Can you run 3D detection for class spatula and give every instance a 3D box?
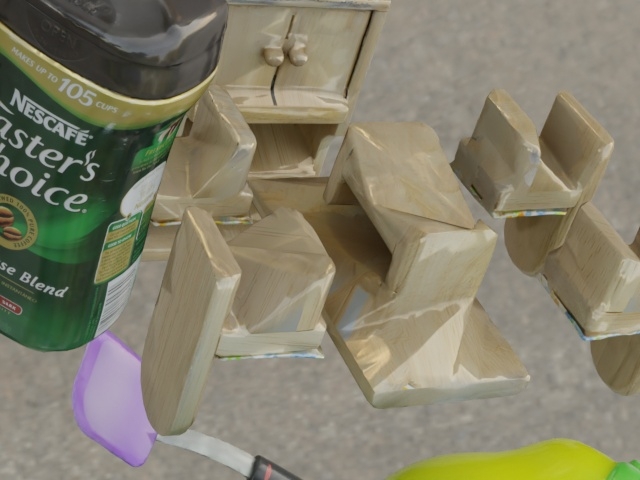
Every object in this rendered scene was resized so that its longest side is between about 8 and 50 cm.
[{"bbox_3d":[-0.077,0.172,1.294,0.296,0.030,0.084,33,55,-25],"label":"spatula"}]

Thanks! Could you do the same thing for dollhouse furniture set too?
[{"bbox_3d":[0.000,0.000,1.188,0.362,0.256,0.394,-3,40,-28],"label":"dollhouse furniture set"}]

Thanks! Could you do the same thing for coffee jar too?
[{"bbox_3d":[-0.108,-0.046,0.700,0.096,0.184,0.079,32,36,11],"label":"coffee jar"}]

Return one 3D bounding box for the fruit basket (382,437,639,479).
[{"bbox_3d":[0.041,0.267,1.030,0.392,0.392,0.283,8,75,-32],"label":"fruit basket"}]
